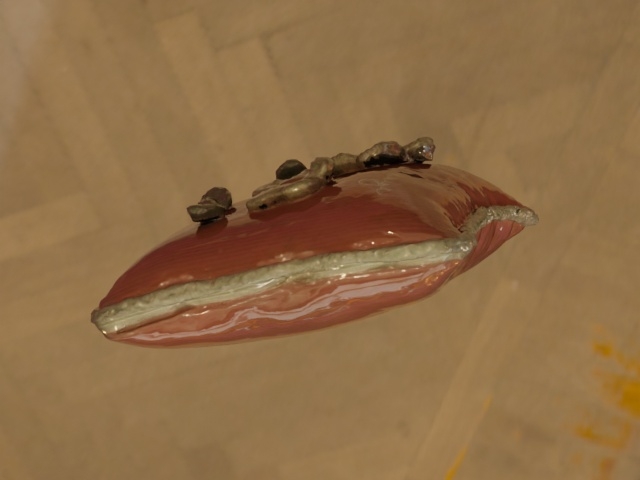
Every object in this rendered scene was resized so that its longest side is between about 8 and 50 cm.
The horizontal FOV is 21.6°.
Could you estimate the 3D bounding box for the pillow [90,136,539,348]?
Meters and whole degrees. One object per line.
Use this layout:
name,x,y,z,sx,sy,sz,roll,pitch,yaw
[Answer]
pillow,0.000,0.000,0.747,0.171,0.179,0.075,-11,95,16
